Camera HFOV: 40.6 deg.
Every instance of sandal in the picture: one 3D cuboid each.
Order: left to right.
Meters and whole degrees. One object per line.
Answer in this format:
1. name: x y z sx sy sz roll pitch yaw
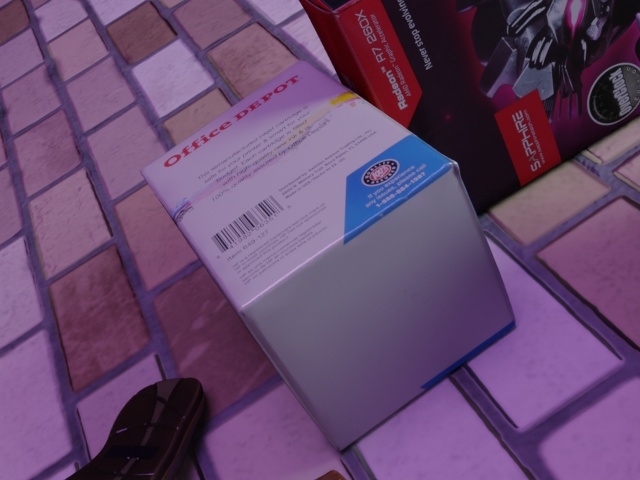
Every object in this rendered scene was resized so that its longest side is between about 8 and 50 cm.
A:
1. sandal: -0.150 0.193 0.659 0.090 0.060 0.219 -3 31 23

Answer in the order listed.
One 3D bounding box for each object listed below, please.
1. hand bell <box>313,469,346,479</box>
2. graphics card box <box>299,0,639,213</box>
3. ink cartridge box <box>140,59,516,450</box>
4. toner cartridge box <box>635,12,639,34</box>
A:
1. hand bell: -0.072 0.231 0.547 0.242 0.126 0.126 -38 37 -29
2. graphics card box: 0.194 -0.194 0.709 0.371 0.232 0.094 -31 34 -2
3. ink cartridge box: 0.000 0.000 0.674 0.171 0.168 0.232 -35 38 -6
4. toner cartridge box: 0.248 -0.029 0.458 0.075 0.165 0.348 -17 19 18
